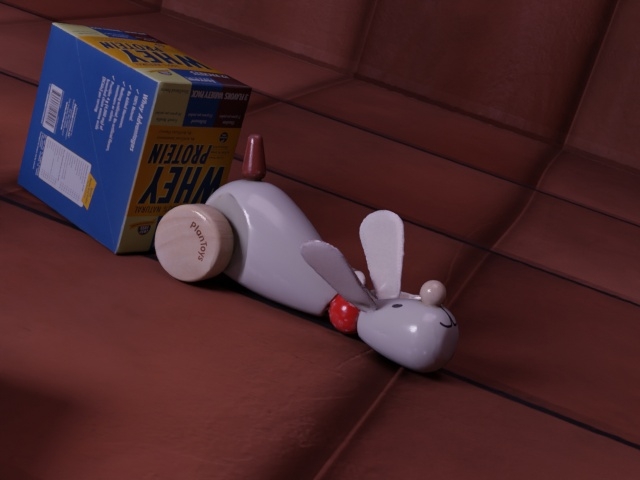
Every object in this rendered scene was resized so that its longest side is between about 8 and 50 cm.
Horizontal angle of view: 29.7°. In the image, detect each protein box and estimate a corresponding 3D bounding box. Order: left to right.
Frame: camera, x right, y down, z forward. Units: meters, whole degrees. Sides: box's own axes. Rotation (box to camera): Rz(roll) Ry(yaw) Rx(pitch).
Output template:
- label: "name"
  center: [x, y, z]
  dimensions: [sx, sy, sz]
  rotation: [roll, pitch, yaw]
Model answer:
- label: "protein box"
  center: [-0.213, -0.116, 1.358]
  dimensions: [0.201, 0.199, 0.136]
  rotation: [31, 22, 37]

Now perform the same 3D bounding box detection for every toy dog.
- label: "toy dog"
  center: [0.000, 0.000, 1.263]
  dimensions: [0.334, 0.161, 0.220]
  rotation: [18, 18, 5]
